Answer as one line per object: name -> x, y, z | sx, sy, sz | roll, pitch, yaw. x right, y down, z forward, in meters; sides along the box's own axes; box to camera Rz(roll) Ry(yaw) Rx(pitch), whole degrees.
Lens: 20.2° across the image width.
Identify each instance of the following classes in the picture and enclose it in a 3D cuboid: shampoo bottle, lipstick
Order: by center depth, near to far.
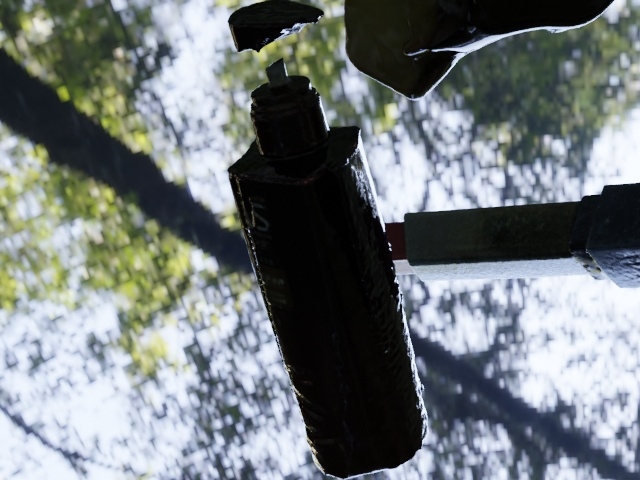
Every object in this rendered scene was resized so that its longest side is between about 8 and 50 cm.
shampoo bottle -> 0.000, 0.001, 0.853 | 0.068, 0.236, 0.067 | -2, -154, 28
lipstick -> 0.135, 0.001, 1.132 | 0.312, 0.051, 0.051 | -4, -123, 39

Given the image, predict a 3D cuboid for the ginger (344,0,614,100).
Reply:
ginger -> 0.121, -0.350, 1.473 | 0.413, 0.358, 0.211 | -45, -152, -13
